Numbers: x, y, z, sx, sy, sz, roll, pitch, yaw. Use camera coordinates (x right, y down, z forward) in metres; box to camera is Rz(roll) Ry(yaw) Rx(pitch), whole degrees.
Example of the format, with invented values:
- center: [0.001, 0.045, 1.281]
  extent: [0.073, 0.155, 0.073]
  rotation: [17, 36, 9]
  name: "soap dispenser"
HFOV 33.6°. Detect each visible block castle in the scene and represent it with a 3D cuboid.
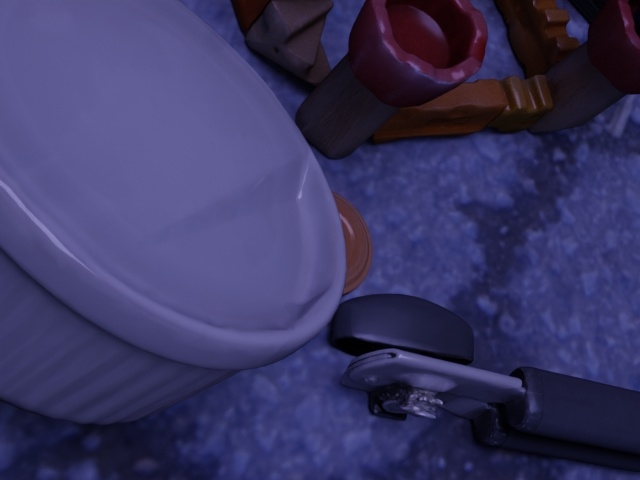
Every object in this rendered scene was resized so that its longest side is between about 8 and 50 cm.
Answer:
- center: [0.087, -0.303, 0.797]
  extent: [0.303, 0.213, 0.453]
  rotation: [-7, 73, -30]
  name: "block castle"

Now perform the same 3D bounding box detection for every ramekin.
- center: [-0.123, -0.025, 0.570]
  extent: [0.273, 0.127, 0.273]
  rotation: [36, 30, -24]
  name: "ramekin"

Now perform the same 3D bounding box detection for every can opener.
- center: [0.142, 0.102, 0.735]
  extent: [0.280, 0.074, 0.093]
  rotation: [18, 61, -20]
  name: "can opener"

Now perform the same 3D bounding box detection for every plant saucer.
- center: [0.000, 0.000, 0.741]
  extent: [0.083, 0.013, 0.083]
  rotation: [11, 65, -24]
  name: "plant saucer"

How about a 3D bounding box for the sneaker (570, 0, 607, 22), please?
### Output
- center: [0.267, -0.230, 0.933]
  extent: [0.170, 0.089, 0.051]
  rotation: [44, 56, -4]
  name: "sneaker"
